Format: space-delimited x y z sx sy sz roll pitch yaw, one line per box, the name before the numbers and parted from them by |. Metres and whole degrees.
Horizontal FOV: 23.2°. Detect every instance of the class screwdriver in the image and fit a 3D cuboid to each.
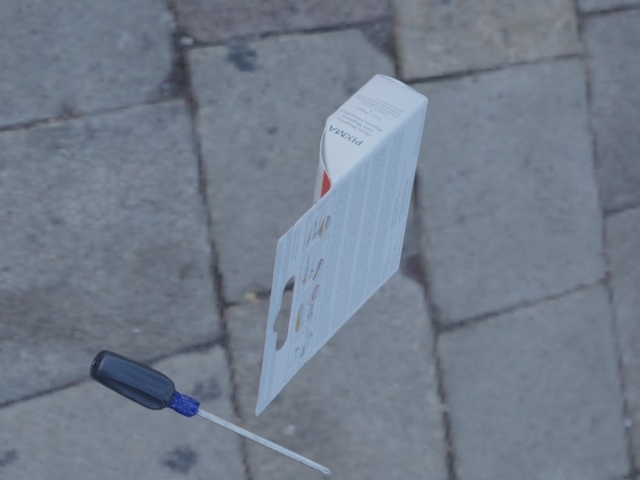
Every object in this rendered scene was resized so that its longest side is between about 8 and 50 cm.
screwdriver | -0.062 0.107 0.939 0.170 0.025 0.024 26 61 -17

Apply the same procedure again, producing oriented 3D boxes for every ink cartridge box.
ink cartridge box | 0.000 0.000 1.239 0.232 0.066 0.189 -39 148 -42
